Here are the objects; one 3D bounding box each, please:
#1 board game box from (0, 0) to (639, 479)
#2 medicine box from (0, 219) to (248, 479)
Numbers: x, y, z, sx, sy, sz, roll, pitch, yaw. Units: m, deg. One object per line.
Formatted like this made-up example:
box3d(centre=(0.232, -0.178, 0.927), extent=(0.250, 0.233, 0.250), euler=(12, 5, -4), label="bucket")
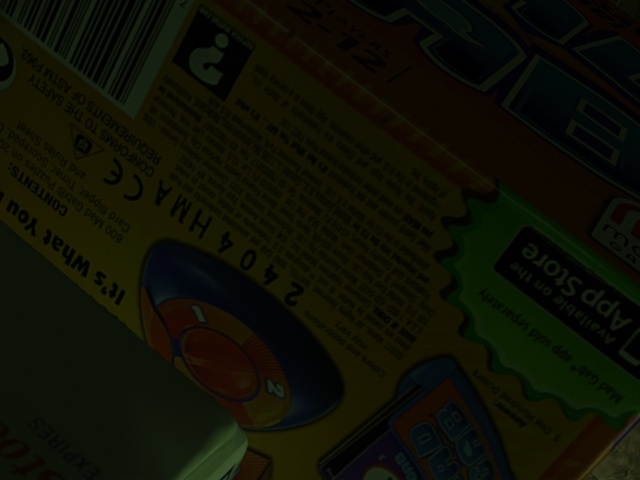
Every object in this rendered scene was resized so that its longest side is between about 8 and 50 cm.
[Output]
box3d(centre=(0.000, 0.000, 0.684), extent=(0.356, 0.356, 0.356), euler=(-57, 171, 30), label="board game box")
box3d(centre=(-0.211, 0.107, 0.389), extent=(0.149, 0.263, 0.289), euler=(-34, 159, -56), label="medicine box")
